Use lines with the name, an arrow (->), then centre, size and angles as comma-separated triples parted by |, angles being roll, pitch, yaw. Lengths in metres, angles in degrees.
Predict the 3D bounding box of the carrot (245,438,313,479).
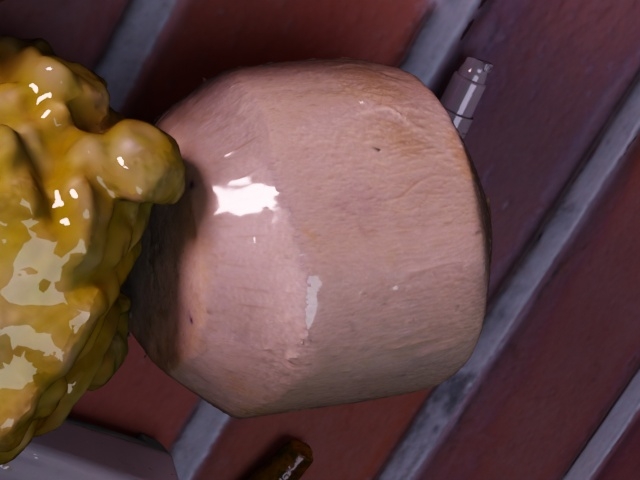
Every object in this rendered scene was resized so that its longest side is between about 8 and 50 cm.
carrot -> -0.071, 0.237, 1.071 | 0.170, 0.042, 0.042 | -47, 129, 3

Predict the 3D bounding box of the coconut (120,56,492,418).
coconut -> 0.000, 0.000, 0.843 | 0.247, 0.245, 0.244 | -3, 120, -28

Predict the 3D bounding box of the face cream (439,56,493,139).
face cream -> 0.097, -0.084, 0.970 | 0.034, 0.034, 0.130 | 14, 112, -34

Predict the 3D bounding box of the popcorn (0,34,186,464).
popcorn -> -0.202, 0.008, 0.748 | 0.250, 0.242, 0.235 | -49, 121, -10

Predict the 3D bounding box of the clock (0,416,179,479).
clock -> -0.255, 0.254, 0.936 | 0.231, 0.116, 0.262 | 25, 104, -36
